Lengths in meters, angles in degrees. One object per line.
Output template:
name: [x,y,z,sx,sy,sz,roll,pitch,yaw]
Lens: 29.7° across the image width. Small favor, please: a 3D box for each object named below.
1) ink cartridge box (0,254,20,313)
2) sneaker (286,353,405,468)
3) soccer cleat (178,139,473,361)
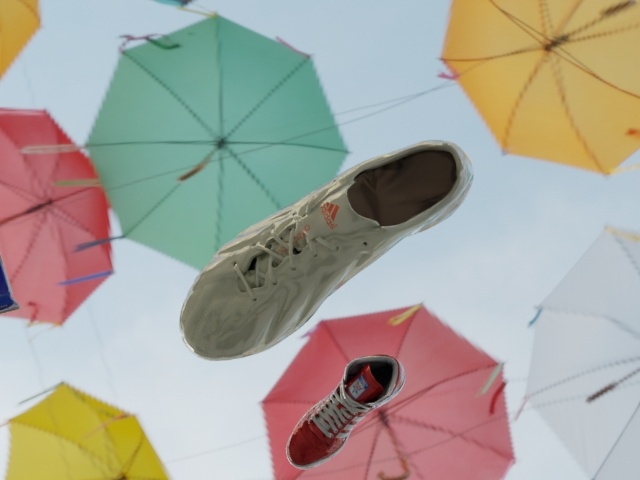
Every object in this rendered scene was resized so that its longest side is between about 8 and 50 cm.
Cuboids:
ink cartridge box: [-0.357,0.020,0.998,0.165,0.332,0.065,-16,-76,-21]
sneaker: [0.018,0.132,0.948,0.118,0.067,0.042,-42,-104,-8]
soccer cleat: [0.000,0.000,0.689,0.196,0.076,0.068,-33,-100,-3]
